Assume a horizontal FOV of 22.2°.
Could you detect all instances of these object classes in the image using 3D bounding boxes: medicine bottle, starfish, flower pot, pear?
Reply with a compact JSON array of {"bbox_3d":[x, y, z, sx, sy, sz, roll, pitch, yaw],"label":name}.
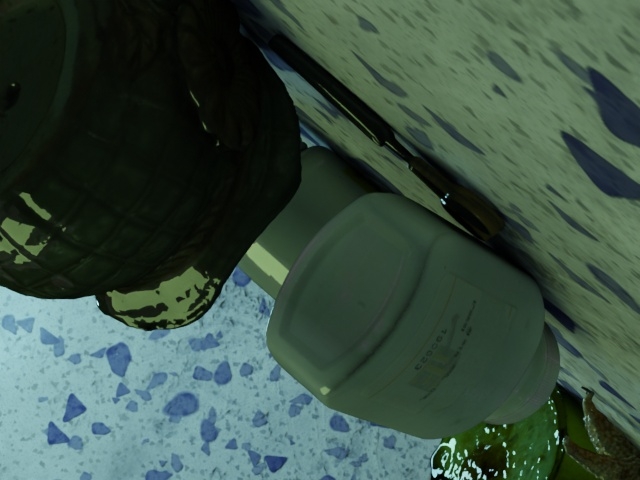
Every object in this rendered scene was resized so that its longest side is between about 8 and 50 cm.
[{"bbox_3d":[0.000,0.000,1.517,0.258,0.143,0.143,39,176,6],"label":"medicine bottle"},{"bbox_3d":[0.087,0.070,1.277,0.111,0.161,0.296,39,-172,33],"label":"medicine bottle"},{"bbox_3d":[0.343,0.261,1.582,0.293,0.084,0.301,46,171,-17],"label":"starfish"},{"bbox_3d":[-0.163,-0.094,1.271,0.213,0.302,0.302,27,-174,-42],"label":"flower pot"},{"bbox_3d":[0.288,0.285,1.842,0.255,0.164,0.238,37,167,-20],"label":"pear"}]

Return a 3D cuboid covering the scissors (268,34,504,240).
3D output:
[{"bbox_3d":[0.046,-0.077,1.197,0.220,0.017,0.088,41,178,2],"label":"scissors"}]
